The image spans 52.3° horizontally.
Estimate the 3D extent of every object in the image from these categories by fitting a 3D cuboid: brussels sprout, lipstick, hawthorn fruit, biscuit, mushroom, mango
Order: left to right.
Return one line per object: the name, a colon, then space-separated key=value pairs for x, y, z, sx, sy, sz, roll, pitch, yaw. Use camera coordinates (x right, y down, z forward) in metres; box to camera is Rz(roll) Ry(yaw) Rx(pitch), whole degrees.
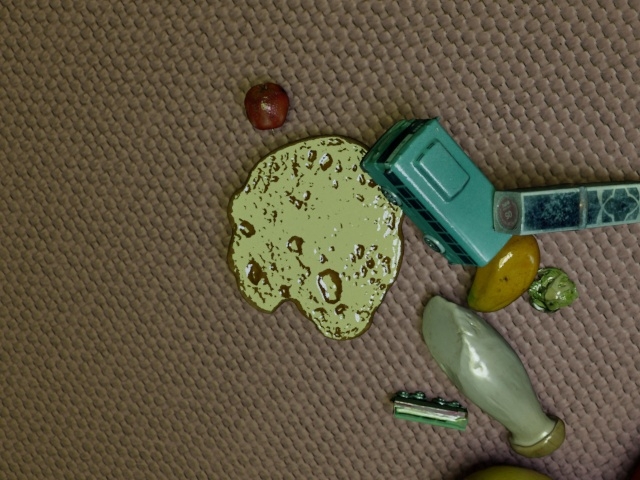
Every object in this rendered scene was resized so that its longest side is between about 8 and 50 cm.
hawthorn fruit: x=-0.095 y=-0.239 z=1.184 sx=0.093 sy=0.093 sz=0.093 roll=1 pitch=99 yaw=8
biscuit: x=0.000 y=0.000 z=1.207 sx=0.359 sy=0.074 sz=0.380 roll=-12 pitch=98 yaw=9
mushroom: x=0.307 y=0.246 z=1.176 sx=0.128 sy=0.128 sz=0.350 roll=-37 pitch=96 yaw=12
mango: x=0.327 y=0.056 z=1.154 sx=0.115 sy=0.089 sz=0.164 roll=3 pitch=111 yaw=-22
brussels sprout: x=0.414 y=0.094 z=1.170 sx=0.085 sy=0.058 sz=0.085 roll=6 pitch=105 yaw=24
lipstick: x=0.423 y=-0.057 z=1.070 sx=0.290 sy=0.076 sz=0.077 roll=-6 pitch=97 yaw=-23

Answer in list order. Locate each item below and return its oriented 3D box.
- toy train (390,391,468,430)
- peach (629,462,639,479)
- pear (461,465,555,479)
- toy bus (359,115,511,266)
toy train: x=0.204 y=0.317 z=1.225 sx=0.148 sy=0.071 sz=0.038 roll=9 pitch=100 yaw=7
peach: x=0.670 y=0.436 z=1.059 sx=0.242 sy=0.380 sz=0.306 roll=41 pitch=128 yaw=0
pear: x=0.353 y=0.537 z=1.110 sx=0.285 sy=0.336 sz=0.284 roll=0 pitch=89 yaw=-20
toy bus: x=0.203 y=-0.082 z=1.094 sx=0.256 sy=0.147 sz=0.128 roll=45 pitch=79 yaw=-15
